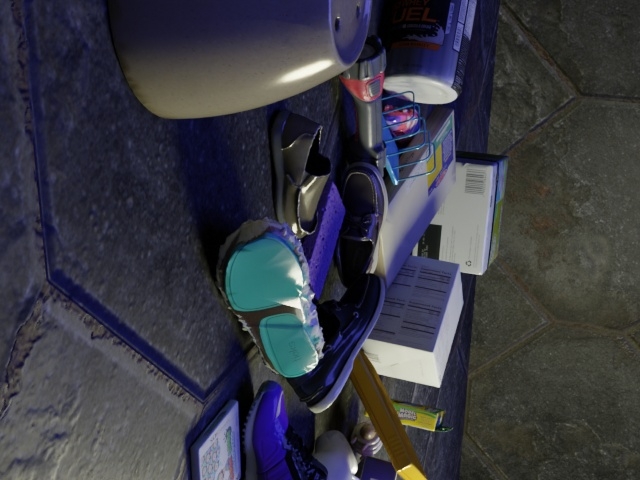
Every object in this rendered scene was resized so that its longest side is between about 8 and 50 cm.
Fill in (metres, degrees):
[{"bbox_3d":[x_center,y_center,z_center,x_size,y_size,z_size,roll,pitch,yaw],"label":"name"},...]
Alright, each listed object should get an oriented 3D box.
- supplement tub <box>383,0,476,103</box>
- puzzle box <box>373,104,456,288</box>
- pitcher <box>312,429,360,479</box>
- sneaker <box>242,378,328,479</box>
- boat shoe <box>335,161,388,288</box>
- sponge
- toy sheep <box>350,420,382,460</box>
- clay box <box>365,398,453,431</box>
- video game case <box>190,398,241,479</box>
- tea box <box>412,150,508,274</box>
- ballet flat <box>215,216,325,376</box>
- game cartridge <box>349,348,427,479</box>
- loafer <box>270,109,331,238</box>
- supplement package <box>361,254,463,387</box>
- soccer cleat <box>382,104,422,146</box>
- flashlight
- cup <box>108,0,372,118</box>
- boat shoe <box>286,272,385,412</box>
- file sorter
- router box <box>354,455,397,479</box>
[{"bbox_3d":[0.252,-0.489,2.089,0.193,0.194,0.315,32,67,-71],"label":"supplement tub"},{"bbox_3d":[0.231,-0.111,2.275,0.409,0.052,0.272,-54,151,-31],"label":"puzzle box"},{"bbox_3d":[0.027,0.518,1.904,0.177,0.125,0.207,52,22,-2],"label":"pitcher"},{"bbox_3d":[-0.056,0.381,1.586,0.102,0.146,0.293,-61,156,-68],"label":"sneaker"},{"bbox_3d":[0.081,-0.025,1.927,0.092,0.103,0.285,-62,160,-58],"label":"boat shoe"},{"bbox_3d":[0.000,0.000,1.798,0.117,0.031,0.210,65,38,-59],"label":"sponge"},{"bbox_3d":[0.115,0.504,2.293,0.132,0.091,0.091,96,12,-57],"label":"toy sheep"},{"bbox_3d":[0.243,0.465,2.433,0.127,0.222,0.053,20,79,-72],"label":"clay box"},{"bbox_3d":[-0.167,0.360,1.465,0.143,0.019,0.157,-48,142,-60],"label":"video game case"},{"bbox_3d":[0.427,-0.096,2.752,0.323,0.220,0.328,-31,127,-68],"label":"tea box"},{"bbox_3d":[-0.086,0.075,1.467,0.408,0.147,0.147,80,25,-51],"label":"ballet flat"},{"bbox_3d":[0.142,0.400,2.085,0.323,0.053,0.285,66,4,27],"label":"game cartridge"},{"bbox_3d":[-0.028,-0.105,1.571,0.094,0.088,0.251,-63,154,-45],"label":"loafer"},{"bbox_3d":[0.237,0.201,2.332,0.199,0.198,0.262,72,33,-54],"label":"supplement package"},{"bbox_3d":[0.198,-0.276,2.212,0.248,0.083,0.095,-18,119,-73],"label":"soccer cleat"},{"bbox_3d":[0.084,-0.269,1.848,0.304,0.103,0.103,85,17,-48],"label":"flashlight"},{"bbox_3d":[-0.071,-0.303,1.116,0.331,0.237,0.330,9,90,-72],"label":"cup"},{"bbox_3d":[0.024,0.178,1.831,0.127,0.113,0.340,-27,-152,55],"label":"boat shoe"},{"bbox_3d":[0.187,-0.235,2.050,0.118,0.105,0.170,-86,154,-44],"label":"file sorter"},{"bbox_3d":[0.093,0.703,2.174,0.301,0.082,0.335,100,5,-69],"label":"router box"}]
